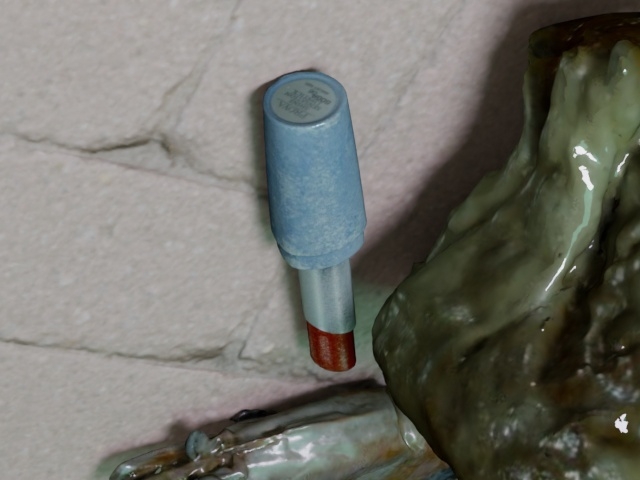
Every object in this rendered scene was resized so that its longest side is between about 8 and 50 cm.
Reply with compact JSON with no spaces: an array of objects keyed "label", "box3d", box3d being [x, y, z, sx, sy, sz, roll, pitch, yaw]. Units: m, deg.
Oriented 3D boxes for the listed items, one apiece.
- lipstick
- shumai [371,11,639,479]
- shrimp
[{"label":"lipstick","box3d":[0.000,0.000,1.345,0.068,0.061,0.274,-22,138,-15]},{"label":"shumai","box3d":[0.233,0.006,1.298,0.324,0.397,0.323,-4,114,-34]},{"label":"shrimp","box3d":[-0.025,0.213,1.533,0.360,0.085,0.247,4,134,-39]}]
